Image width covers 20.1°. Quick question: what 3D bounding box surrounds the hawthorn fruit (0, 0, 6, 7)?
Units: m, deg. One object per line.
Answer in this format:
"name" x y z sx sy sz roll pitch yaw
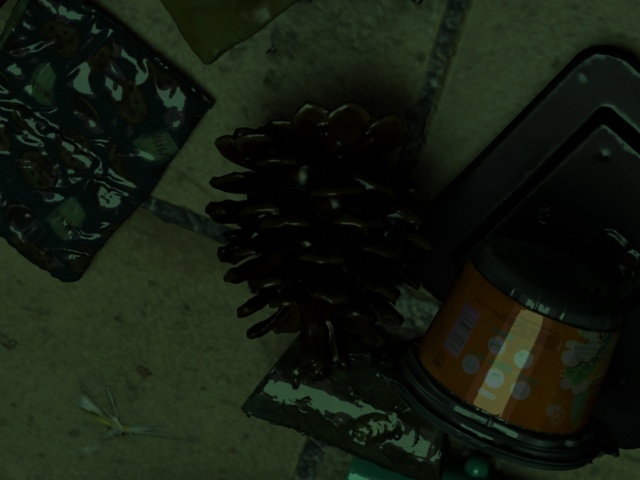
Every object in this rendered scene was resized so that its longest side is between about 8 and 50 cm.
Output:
"hawthorn fruit" -0.324 -0.274 1.418 0.271 0.242 0.242 -39 101 4

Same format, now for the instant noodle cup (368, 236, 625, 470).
"instant noodle cup" 0.156 0.076 1.387 0.208 0.177 0.125 13 111 -26

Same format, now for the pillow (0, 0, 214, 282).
"pillow" -0.228 -0.092 1.577 0.189 0.034 0.255 38 123 -4

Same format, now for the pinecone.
"pinecone" 0.002 0.000 1.438 0.185 0.168 0.212 119 136 -70

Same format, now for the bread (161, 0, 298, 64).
"bread" -0.065 -0.274 1.317 0.252 0.238 0.196 57 162 -10

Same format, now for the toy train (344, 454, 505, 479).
"toy train" 0.118 0.262 1.609 0.248 0.101 0.159 20 107 10

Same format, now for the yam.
"yam" 0.035 0.135 1.556 0.183 0.107 0.107 24 124 6

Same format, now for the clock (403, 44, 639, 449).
"clock" 0.234 0.016 1.442 0.273 0.049 0.279 40 124 -3
